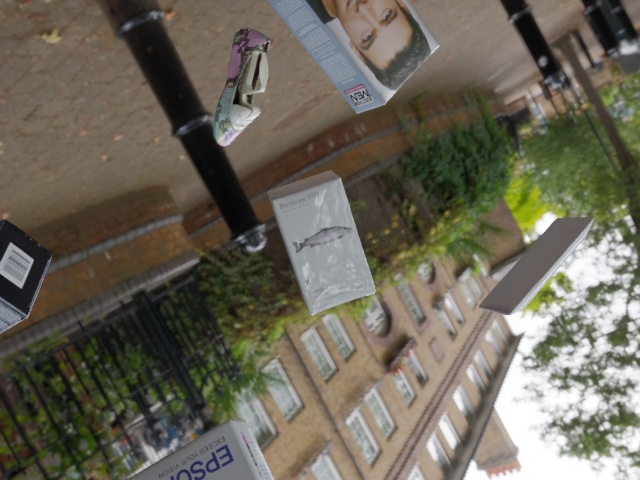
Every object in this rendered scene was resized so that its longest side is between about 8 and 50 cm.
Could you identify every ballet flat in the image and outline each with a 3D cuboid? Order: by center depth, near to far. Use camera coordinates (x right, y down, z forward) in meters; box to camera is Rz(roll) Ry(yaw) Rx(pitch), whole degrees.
[{"bbox_3d":[-0.139,-0.274,1.285,0.079,0.222,0.077,22,-165,25],"label":"ballet flat"}]

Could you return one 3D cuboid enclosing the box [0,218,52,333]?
[{"bbox_3d":[-0.580,0.086,1.184,0.207,0.108,0.153,-27,-143,23],"label":"box"}]

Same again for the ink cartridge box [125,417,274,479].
[{"bbox_3d":[-0.162,0.433,0.816,0.324,0.330,0.071,-32,157,6],"label":"ink cartridge box"}]

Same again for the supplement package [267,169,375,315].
[{"bbox_3d":[0.000,0.000,1.034,0.105,0.180,0.105,-19,-166,-3],"label":"supplement package"}]

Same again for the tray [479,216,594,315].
[{"bbox_3d":[0.453,0.057,1.459,0.270,0.030,0.145,-47,-169,-8],"label":"tray"}]

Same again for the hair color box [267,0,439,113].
[{"bbox_3d":[0.036,-0.445,1.308,0.185,0.374,0.113,-48,-159,-19],"label":"hair color box"}]
